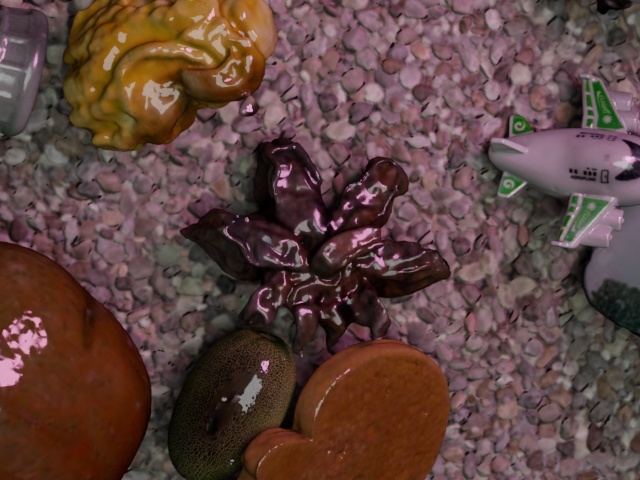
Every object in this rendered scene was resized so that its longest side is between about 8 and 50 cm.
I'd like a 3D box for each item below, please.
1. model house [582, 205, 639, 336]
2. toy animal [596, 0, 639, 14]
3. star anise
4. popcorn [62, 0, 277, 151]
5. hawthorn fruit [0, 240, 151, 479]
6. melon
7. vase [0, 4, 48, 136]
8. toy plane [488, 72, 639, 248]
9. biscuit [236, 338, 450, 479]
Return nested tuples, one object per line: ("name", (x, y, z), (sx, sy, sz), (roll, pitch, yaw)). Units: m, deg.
("model house", (0.445, 0.010, 1.530), (0.291, 0.184, 0.253), (20, 92, -30))
("toy animal", (0.298, -0.331, 1.401), (0.187, 0.165, 0.235), (-18, 104, -31))
("star anise", (0.007, -0.002, 1.435), (0.220, 0.099, 0.214), (-33, 93, -16))
("popcorn", (-0.130, -0.167, 1.351), (0.194, 0.163, 0.140), (-21, 119, 27))
("hawthorn fruit", (-0.268, 0.150, 1.341), (0.301, 0.268, 0.268), (41, 91, -28))
("melon", (-0.085, 0.158, 1.463), (0.099, 0.099, 0.162), (28, 100, -17))
("vase", (-0.386, -0.174, 1.302), (0.298, 0.143, 0.143), (13, 100, -19))
("toy plane", (0.246, -0.074, 1.477), (0.174, 0.080, 0.174), (-2, 75, 9))
("biscuit", (0.011, 0.214, 1.480), (0.288, 0.044, 0.202), (-41, 131, -18))
